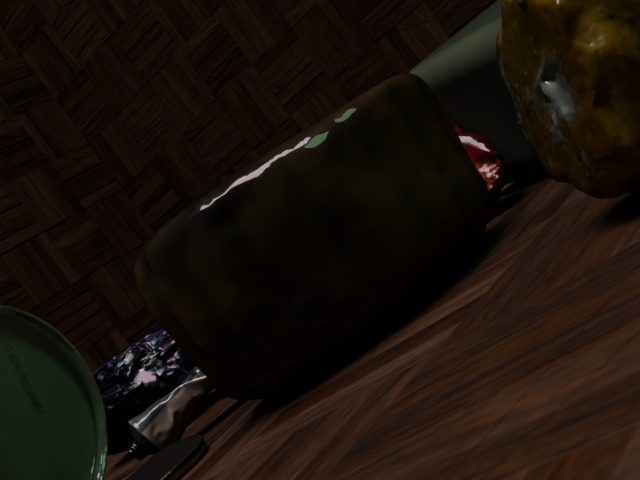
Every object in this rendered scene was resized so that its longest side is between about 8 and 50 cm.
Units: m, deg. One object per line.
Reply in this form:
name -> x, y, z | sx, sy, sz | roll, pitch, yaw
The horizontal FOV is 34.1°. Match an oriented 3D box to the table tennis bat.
table tennis bat -> -0.172, 0.214, 0.882 | 0.138, 0.022, 0.246 | -37, 2, -30

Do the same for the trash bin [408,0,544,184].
trash bin -> 0.237, -0.172, 0.963 | 0.223, 0.158, 0.343 | -39, 6, -6

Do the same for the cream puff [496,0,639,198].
cream puff -> 0.166, -0.092, 0.549 | 0.116, 0.146, 0.146 | -19, -2, -10

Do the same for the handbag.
handbag -> -0.201, 0.172, 1.239 | 0.162, 0.113, 0.260 | -44, 8, -39

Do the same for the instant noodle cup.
instant noodle cup -> -0.372, 0.211, 1.040 | 0.221, 0.311, 0.311 | -25, 7, 32

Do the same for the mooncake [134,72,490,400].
mooncake -> 0.000, 0.000, 0.846 | 0.290, 0.161, 0.290 | -35, 2, 1

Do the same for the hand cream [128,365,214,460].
hand cream -> -0.101, 0.101, 0.987 | 0.248, 0.052, 0.075 | -55, -10, -17

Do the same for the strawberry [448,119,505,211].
strawberry -> 0.102, -0.065, 1.041 | 0.098, 0.175, 0.228 | 18, -31, -40

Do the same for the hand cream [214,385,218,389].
hand cream -> -0.019, 0.080, 1.168 | 0.256, 0.055, 0.088 | -42, -7, -6
